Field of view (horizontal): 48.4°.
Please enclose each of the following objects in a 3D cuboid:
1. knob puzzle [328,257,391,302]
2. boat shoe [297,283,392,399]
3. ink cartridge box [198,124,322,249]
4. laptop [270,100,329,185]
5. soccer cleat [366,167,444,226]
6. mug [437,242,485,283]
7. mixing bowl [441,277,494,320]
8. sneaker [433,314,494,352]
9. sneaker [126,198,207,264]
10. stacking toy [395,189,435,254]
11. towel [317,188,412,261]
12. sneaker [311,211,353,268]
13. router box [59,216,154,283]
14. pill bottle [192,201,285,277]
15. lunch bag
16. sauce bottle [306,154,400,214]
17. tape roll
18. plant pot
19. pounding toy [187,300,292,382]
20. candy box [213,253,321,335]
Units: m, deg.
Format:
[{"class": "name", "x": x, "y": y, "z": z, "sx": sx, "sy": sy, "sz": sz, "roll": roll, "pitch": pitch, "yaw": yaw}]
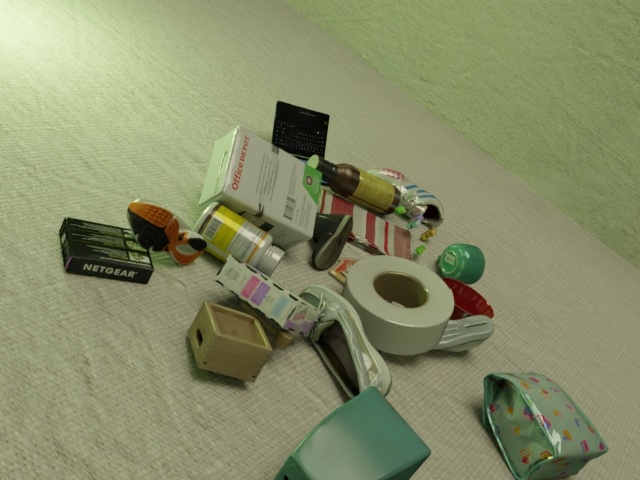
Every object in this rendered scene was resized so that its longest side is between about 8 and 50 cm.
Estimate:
[{"class": "knob puzzle", "x": 0.132, "y": 0.104, "z": 2.003, "sx": 0.213, "sy": 0.030, "sz": 0.213, "roll": 24, "pitch": 28, "yaw": -14}, {"class": "boat shoe", "x": 0.036, "y": 0.228, "z": 1.613, "sx": 0.103, "sy": 0.118, "sz": 0.320, "roll": 3, "pitch": 46, "yaw": -50}, {"class": "ink cartridge box", "x": -0.151, "y": -0.135, "z": 1.859, "sx": 0.289, "sy": 0.122, "sz": 0.211, "roll": 28, "pitch": 57, "yaw": -32}, {"class": "laptop", "x": -0.036, "y": -0.323, "z": 2.408, "sx": 0.234, "sy": 0.264, "sz": 0.137, "roll": 8, "pitch": 0, "yaw": -40}, {"class": "soccer cleat", "x": 0.299, "y": -0.150, "z": 2.494, "sx": 0.332, "sy": 0.116, "sz": 0.143, "roll": 23, "pitch": 28, "yaw": -18}, {"class": "mug", "x": 0.435, "y": 0.079, "z": 2.273, "sx": 0.098, "sy": 0.158, "sz": 0.129, "roll": 8, "pitch": 60, "yaw": -35}, {"class": "mixing bowl", "x": 0.392, "y": 0.199, "z": 2.035, "sx": 0.182, "sy": 0.098, "sz": 0.181, "roll": 25, "pitch": 25, "yaw": -12}, {"class": "sneaker", "x": 0.341, "y": 0.264, "z": 1.902, "sx": 0.258, "sy": 0.091, "sz": 0.094, "roll": -2, "pitch": 44, "yaw": -16}, {"class": "sneaker", "x": -0.363, "y": -0.034, "z": 1.579, "sx": 0.121, "sy": 0.099, "sz": 0.262, "roll": 42, "pitch": -5, "yaw": 28}, {"class": "stacking toy", "x": 0.315, "y": -0.062, "z": 2.338, "sx": 0.166, "sy": 0.052, "sz": 0.221, "roll": 63, "pitch": 21, "yaw": -9}, {"class": "towel", "x": 0.144, "y": -0.041, "z": 2.245, "sx": 0.329, "sy": 0.037, "sz": 0.237, "roll": 27, "pitch": 27, "yaw": -10}, {"class": "sneaker", "x": 0.000, "y": 0.000, "z": 2.007, "sx": 0.118, "sy": 0.083, "sz": 0.222, "roll": 9, "pitch": 37, "yaw": 23}, {"class": "router box", "x": -0.455, "y": 0.021, "z": 1.513, "sx": 0.179, "sy": 0.046, "sz": 0.133, "roll": 12, "pitch": 33, "yaw": -34}, {"class": "pill bottle", "x": -0.198, "y": 0.007, "z": 1.725, "sx": 0.215, "sy": 0.117, "sz": 0.117, "roll": 33, "pitch": 27, "yaw": 0}, {"class": "lunch bag", "x": 0.524, "y": 0.435, "z": 1.732, "sx": 0.224, "sy": 0.160, "sz": 0.262, "roll": 8, "pitch": 42, "yaw": -37}, {"class": "sauce bottle", "x": 0.108, "y": -0.187, "z": 2.332, "sx": 0.345, "sy": 0.111, "sz": 0.111, "roll": 23, "pitch": 28, "yaw": -33}, {"class": "tape roll", "x": 0.194, "y": 0.161, "z": 1.821, "sx": 0.287, "sy": 0.100, "sz": 0.286, "roll": 10, "pitch": 33, "yaw": -7}, {"class": "plant pot", "x": 0.041, "y": 0.409, "z": 1.280, "sx": 0.234, "sy": 0.165, "sz": 0.165, "roll": -16, "pitch": 53, "yaw": -46}, {"class": "pounding toy", "x": -0.162, "y": 0.207, "z": 1.469, "sx": 0.206, "sy": 0.094, "sz": 0.181, "roll": 22, "pitch": 17, "yaw": -29}, {"class": "candy box", "x": -0.114, "y": 0.123, "z": 1.567, "sx": 0.196, "sy": 0.070, "sz": 0.165, "roll": 32, "pitch": -4, "yaw": 22}]
